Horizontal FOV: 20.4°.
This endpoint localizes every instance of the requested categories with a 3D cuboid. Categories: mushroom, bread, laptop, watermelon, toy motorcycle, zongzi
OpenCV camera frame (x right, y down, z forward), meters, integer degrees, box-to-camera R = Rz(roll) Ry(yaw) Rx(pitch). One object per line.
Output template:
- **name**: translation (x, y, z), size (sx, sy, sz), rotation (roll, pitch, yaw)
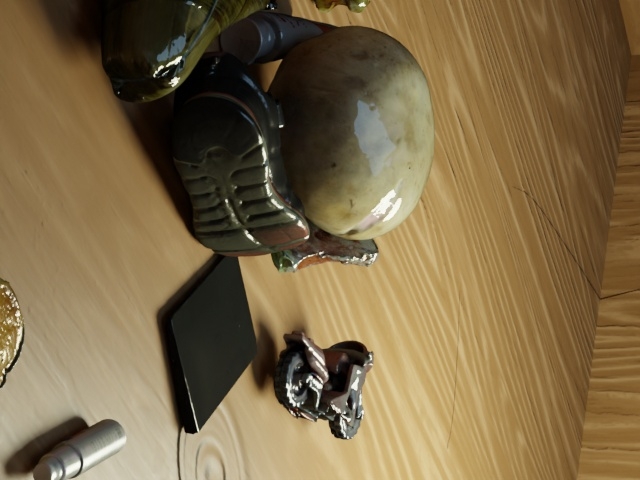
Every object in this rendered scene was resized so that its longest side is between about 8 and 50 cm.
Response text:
- **mushroom**: translation (0.032, -0.118, 1.981), size (0.255, 0.184, 0.254), rotation (-12, 90, -67)
- **bread**: translation (-0.271, 0.078, 1.420), size (0.110, 0.024, 0.110), rotation (-2, 90, -70)
- **laptop**: translation (-0.114, 0.101, 1.863), size (0.197, 0.016, 0.135), rotation (-51, 135, -62)
- **watermelon**: translation (0.000, 0.000, 2.039), size (0.071, 0.139, 0.187), rotation (-54, -172, 38)
- **toy motorcycle**: translation (0.003, 0.157, 2.084), size (0.212, 0.084, 0.118), rotation (39, 61, -58)
- **zongzi**: translation (-0.121, -0.201, 1.697), size (0.242, 0.112, 0.221), rotation (43, 47, -52)

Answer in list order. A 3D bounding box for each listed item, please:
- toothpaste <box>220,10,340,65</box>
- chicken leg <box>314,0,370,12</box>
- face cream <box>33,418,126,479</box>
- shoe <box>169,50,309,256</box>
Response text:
- **toothpaste**: translation (-0.038, -0.233, 2.005), size (0.234, 0.089, 0.057), rotation (-20, 126, -64)
- **chicken leg**: translation (-0.005, -0.381, 2.028), size (0.361, 0.140, 0.211), rotation (-11, 120, -80)
- **face cream**: translation (-0.213, 0.188, 1.556), size (0.130, 0.034, 0.034), rotation (-27, 114, -68)
- **shoe**: translation (-0.089, -0.087, 1.822), size (0.291, 0.114, 0.137), rotation (70, 11, -54)
